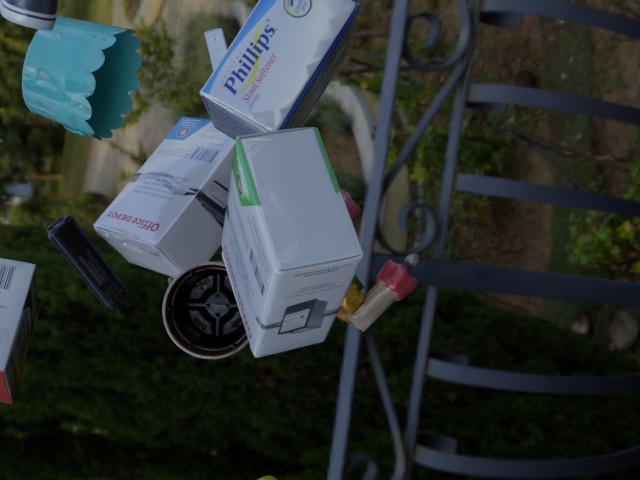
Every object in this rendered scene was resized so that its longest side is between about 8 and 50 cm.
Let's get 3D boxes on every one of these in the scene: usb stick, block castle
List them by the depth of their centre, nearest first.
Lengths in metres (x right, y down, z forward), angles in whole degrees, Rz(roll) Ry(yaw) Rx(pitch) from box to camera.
[{"bbox_3d":[0.000,0.000,1.897,0.213,0.303,0.453,-45,23,-14],"label":"block castle"},{"bbox_3d":[-0.573,0.056,2.076,0.045,0.278,0.077,14,53,46],"label":"usb stick"}]

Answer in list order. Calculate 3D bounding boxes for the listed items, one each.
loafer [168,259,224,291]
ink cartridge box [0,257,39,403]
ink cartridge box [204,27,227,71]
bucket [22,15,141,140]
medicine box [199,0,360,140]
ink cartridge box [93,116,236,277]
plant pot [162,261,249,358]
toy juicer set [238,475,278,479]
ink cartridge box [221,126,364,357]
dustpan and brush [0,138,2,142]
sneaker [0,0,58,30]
[{"bbox_3d":[-0.309,0.086,2.233,0.094,0.251,0.087,-35,89,37],"label":"loafer"},{"bbox_3d":[-0.628,0.203,1.572,0.309,0.130,0.272,128,153,-64],"label":"ink cartridge box"},{"bbox_3d":[-0.250,-0.413,2.230,0.189,0.066,0.232,88,165,-73],"label":"ink cartridge box"},{"bbox_3d":[-0.560,-0.389,1.983,0.281,0.183,0.281,18,-90,-84],"label":"bucket"},{"bbox_3d":[-0.069,-0.297,1.467,0.263,0.149,0.289,-59,1,-4],"label":"medicine box"},{"bbox_3d":[-0.338,-0.112,2.121,0.285,0.166,0.395,13,60,43],"label":"ink cartridge box"},{"bbox_3d":[-0.191,0.120,1.509,0.165,0.167,0.167,170,106,-86],"label":"plant pot"},{"bbox_3d":[-0.060,0.584,1.783,0.329,0.089,0.209,1,114,29],"label":"toy juicer set"},{"bbox_3d":[-0.053,0.011,1.190,0.289,0.121,0.211,110,145,-60],"label":"ink cartridge box"},{"bbox_3d":[-0.912,-0.260,2.093,0.147,0.211,0.060,25,95,64],"label":"dustpan and brush"},{"bbox_3d":[-0.537,-0.479,1.500,0.321,0.126,0.127,39,119,45],"label":"sneaker"}]
